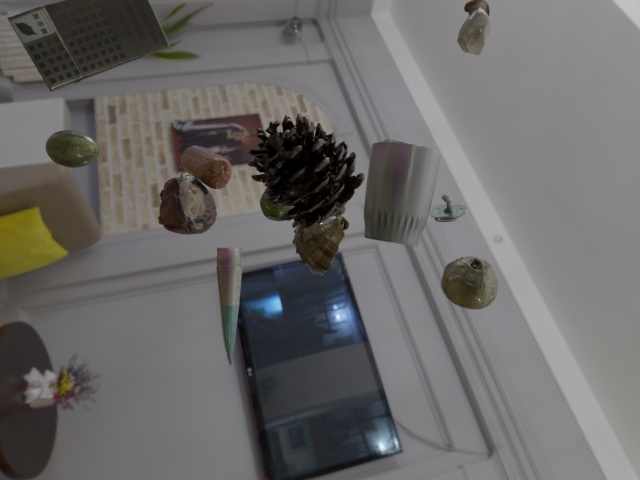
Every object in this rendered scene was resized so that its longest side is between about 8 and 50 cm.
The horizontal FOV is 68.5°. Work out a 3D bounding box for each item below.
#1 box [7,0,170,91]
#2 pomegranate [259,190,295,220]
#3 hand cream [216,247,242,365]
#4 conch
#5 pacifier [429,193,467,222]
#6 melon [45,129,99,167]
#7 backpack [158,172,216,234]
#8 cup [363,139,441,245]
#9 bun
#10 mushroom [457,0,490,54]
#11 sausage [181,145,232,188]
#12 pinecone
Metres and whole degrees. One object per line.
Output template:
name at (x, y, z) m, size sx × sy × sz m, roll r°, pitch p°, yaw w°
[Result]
box at (-0.576, -0.525, 1.198) m, size 0.047 × 0.325 × 0.180 m, roll 28°, pitch -36°, yaw 60°
pomegranate at (-0.223, -0.185, 2.310) m, size 0.210 × 0.179 × 0.179 m, roll 20°, pitch 48°, yaw -54°
hand cream at (-0.255, 0.176, 1.288) m, size 0.111 × 0.070 × 0.312 m, roll 167°, pitch -75°, yaw -72°
conch at (-0.015, -0.006, 1.594) m, size 0.210 × 0.159 × 0.291 m, roll -65°, pitch -177°, yaw -28°
pacifier at (0.514, -0.133, 1.911) m, size 0.150 × 0.127 × 0.116 m, roll 8°, pitch -49°, yaw 36°
melon at (-0.646, -0.239, 1.225) m, size 0.098 × 0.131 × 0.098 m, roll 4°, pitch 90°, yaw -84°
backpack at (-0.460, -0.116, 1.664) m, size 0.229 × 0.139 × 0.229 m, roll 36°, pitch 46°, yaw -49°
cup at (0.290, -0.175, 1.721) m, size 0.253 × 0.254 × 0.371 m, roll -165°, pitch -96°, yaw -76°
bun at (0.445, 0.112, 1.383) m, size 0.173 × 0.167 × 0.113 m, roll -67°, pitch 167°, yaw -47°
mushroom at (0.502, -0.692, 1.532) m, size 0.088 × 0.097 × 0.212 m, roll 64°, pitch 37°, yaw -68°
sausage at (-0.427, -0.277, 1.761) m, size 0.304 × 0.121 × 0.121 m, roll 31°, pitch -48°, yaw 51°
pinecone at (-0.031, -0.151, 1.047) m, size 0.272 × 0.224 × 0.224 m, roll 52°, pitch 0°, yaw -26°
